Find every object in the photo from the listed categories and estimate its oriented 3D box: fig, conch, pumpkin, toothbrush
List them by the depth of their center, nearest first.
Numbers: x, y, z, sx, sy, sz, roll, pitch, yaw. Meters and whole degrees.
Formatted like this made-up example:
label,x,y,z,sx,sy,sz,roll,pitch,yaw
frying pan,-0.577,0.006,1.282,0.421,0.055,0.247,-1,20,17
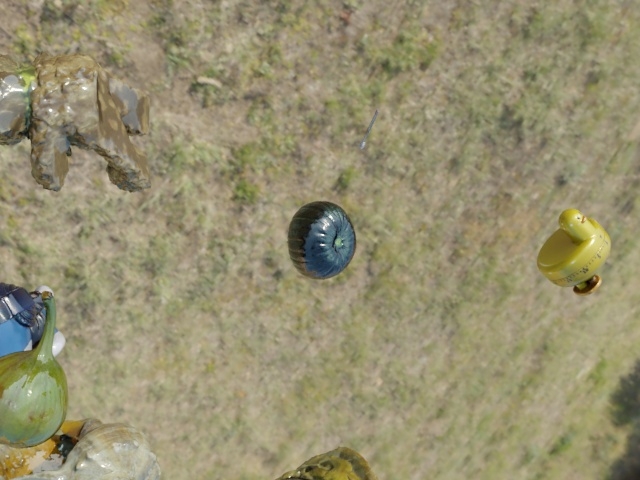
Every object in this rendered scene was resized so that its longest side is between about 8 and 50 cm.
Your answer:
label,x,y,z,sx,sy,sz,roll,pitch,yaw
fig,-0.430,0.186,1.288,0.149,0.149,0.245,13,101,-56
toothbrush,0.082,-0.186,1.453,0.008,0.006,0.097,-24,156,-31
conch,-0.471,0.453,1.632,0.297,0.352,0.210,-3,86,-32
pumpkin,0.000,0.000,2.127,0.202,0.140,0.202,-7,99,-49

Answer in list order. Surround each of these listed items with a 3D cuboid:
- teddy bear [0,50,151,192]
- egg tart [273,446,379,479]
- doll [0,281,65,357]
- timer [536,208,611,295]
label,x,y,z,sx,sy,sz,roll,pitch,yaw
teddy bear,-0.406,-0.178,1.325,0.222,0.246,0.296,-12,156,9
egg tart,-0.033,0.423,1.218,0.132,0.297,0.297,37,92,-38
doll,-0.618,0.176,1.542,0.284,0.240,0.310,-34,-174,9
timer,0.349,0.009,1.214,0.107,0.109,0.107,-43,-165,14
